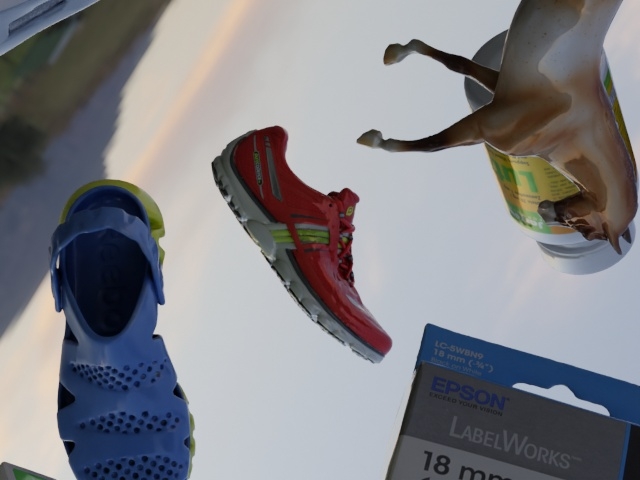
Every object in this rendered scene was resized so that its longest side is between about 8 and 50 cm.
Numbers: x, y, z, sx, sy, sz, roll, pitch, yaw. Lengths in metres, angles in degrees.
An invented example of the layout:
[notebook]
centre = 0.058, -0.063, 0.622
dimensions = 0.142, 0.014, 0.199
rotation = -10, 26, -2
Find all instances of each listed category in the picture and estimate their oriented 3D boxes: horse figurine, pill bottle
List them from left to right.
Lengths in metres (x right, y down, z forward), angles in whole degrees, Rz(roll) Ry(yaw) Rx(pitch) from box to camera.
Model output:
[horse figurine]
centre = 0.119, -0.133, 1.066
dimensions = 0.066, 0.174, 0.263
rotation = -24, 126, -60
[pill bottle]
centre = 0.234, -0.082, 1.754
dimensions = 0.136, 0.246, 0.136
rotation = -13, -136, 13

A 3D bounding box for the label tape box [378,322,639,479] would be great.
[label tape box]
centre = 0.161, 0.188, 1.279
dimensions = 0.106, 0.240, 0.334
rotation = 104, 3, -50

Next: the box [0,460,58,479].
[box]
centre = -0.220, 0.336, 1.285
dimensions = 0.231, 0.127, 0.262
rotation = -48, -141, 12

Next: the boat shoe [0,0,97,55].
[boat shoe]
centre = -0.327, -0.251, 1.617
dimensions = 0.367, 0.156, 0.136
rotation = -33, 171, -24

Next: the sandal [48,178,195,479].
[sandal]
centre = -0.184, 0.094, 1.590
dimensions = 0.138, 0.126, 0.317
rotation = 96, -17, -82

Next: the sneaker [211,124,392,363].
[sneaker]
centre = 0.000, 0.000, 1.873
dimensions = 0.118, 0.279, 0.107
rotation = -35, 177, -1
